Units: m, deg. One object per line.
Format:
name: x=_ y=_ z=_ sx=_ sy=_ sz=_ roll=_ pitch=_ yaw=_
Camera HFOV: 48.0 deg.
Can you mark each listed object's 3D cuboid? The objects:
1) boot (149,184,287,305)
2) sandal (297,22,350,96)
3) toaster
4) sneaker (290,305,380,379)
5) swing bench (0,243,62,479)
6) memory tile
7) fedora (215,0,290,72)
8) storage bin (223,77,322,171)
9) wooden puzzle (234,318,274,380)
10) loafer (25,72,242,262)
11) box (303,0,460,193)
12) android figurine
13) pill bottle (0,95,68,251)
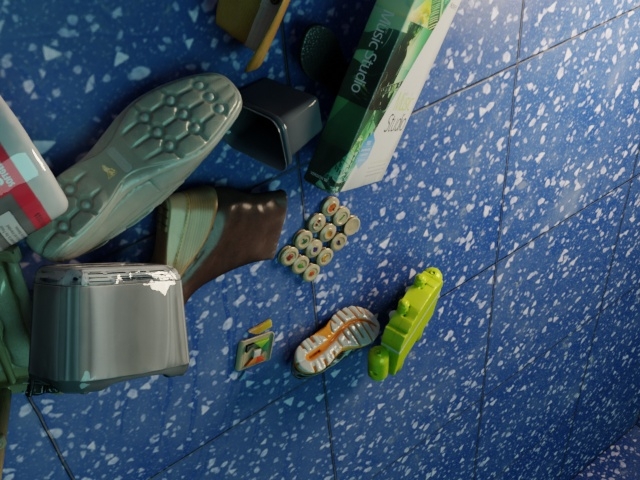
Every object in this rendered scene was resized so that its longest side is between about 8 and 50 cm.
boot: x=-0.154 y=0.037 z=1.074 sx=0.207 sy=0.090 sz=0.248 roll=-3 pitch=117 yaw=-38
sandal: x=0.006 y=-0.259 z=1.048 sx=0.067 sy=0.040 sz=0.179 roll=-48 pitch=154 yaw=5
toaster: x=-0.269 y=0.103 z=0.896 sx=0.227 sy=0.129 sz=0.146 roll=-1 pitch=91 yaw=-48
sneaker: x=0.024 y=0.196 z=1.374 sx=0.215 sy=0.084 sz=0.083 roll=-24 pitch=161 yaw=-34
swing bench: x=-0.439 y=0.172 z=0.835 sx=0.165 sy=0.255 sz=0.253 roll=1 pitch=126 yaw=3
memory tile: x=0.000 y=0.000 z=1.247 sx=0.148 sy=0.012 sz=0.113 roll=-50 pitch=140 yaw=-1
fedora: x=-0.075 y=-0.304 z=0.876 sx=0.079 sy=0.194 sz=0.194 roll=24 pitch=105 yaw=-10
storage bin: x=-0.065 y=-0.162 z=0.984 sx=0.091 sy=0.135 sz=0.098 roll=-38 pitch=139 yaw=-28
wooden puzzle: x=-0.117 y=0.199 z=1.287 sx=0.078 sy=0.014 sz=0.116 roll=-19 pitch=130 yaw=-32
loafer: x=-0.233 y=-0.093 z=0.910 sx=0.319 sy=0.112 sz=0.111 roll=-39 pitch=175 yaw=-9
box: x=0.098 y=-0.231 z=1.059 sx=0.232 sy=0.058 sz=0.322 roll=-25 pitch=139 yaw=-66
android figurine: x=0.172 y=0.162 z=1.422 sx=0.248 sy=0.056 sz=0.273 roll=-53 pitch=160 yaw=-24
pill bottle: x=-0.435 y=-0.022 z=0.712 sx=0.318 sy=0.176 sz=0.176 roll=-35 pitch=137 yaw=-18
